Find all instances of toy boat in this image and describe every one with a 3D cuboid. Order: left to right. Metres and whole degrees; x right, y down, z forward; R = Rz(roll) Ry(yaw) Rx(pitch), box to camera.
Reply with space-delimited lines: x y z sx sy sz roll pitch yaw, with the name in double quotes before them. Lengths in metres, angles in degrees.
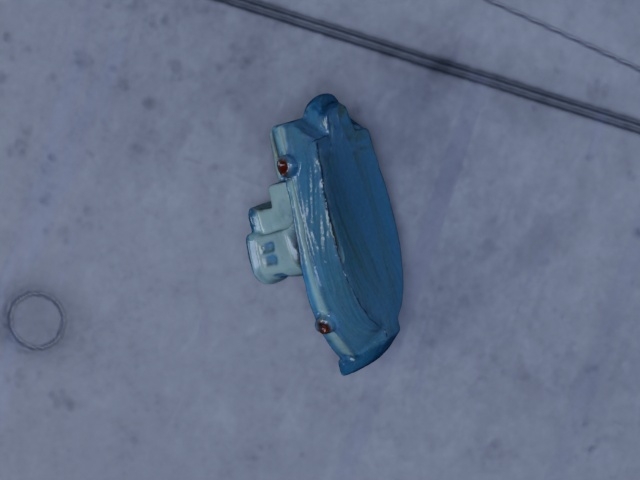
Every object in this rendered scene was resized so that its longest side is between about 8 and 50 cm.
"toy boat" 0.000 0.000 1.055 0.102 0.088 0.215 -12 96 40
